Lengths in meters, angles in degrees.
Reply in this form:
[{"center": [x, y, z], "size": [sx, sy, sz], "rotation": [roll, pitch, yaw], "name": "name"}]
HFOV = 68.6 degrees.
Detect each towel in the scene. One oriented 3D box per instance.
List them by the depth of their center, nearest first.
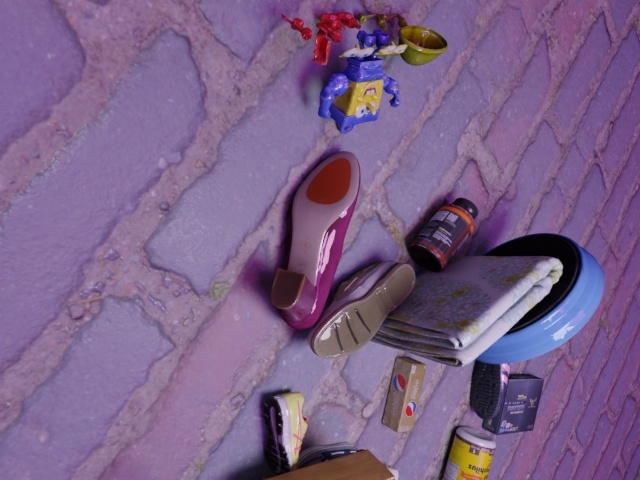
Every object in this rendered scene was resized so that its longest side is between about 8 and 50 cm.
[{"center": [0.318, 0.142, 1.089], "size": [0.374, 0.320, 0.090], "rotation": [-31, 106, -29], "name": "towel"}]

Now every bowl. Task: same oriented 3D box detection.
[{"center": [0.486, 0.129, 1.174], "size": [0.077, 0.391, 0.391], "rotation": [48, 69, -17], "name": "bowl"}]

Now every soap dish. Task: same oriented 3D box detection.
[{"center": [-0.002, 0.557, 0.968], "size": [0.291, 0.118, 0.229], "rotation": [-10, 130, -14], "name": "soap dish"}]

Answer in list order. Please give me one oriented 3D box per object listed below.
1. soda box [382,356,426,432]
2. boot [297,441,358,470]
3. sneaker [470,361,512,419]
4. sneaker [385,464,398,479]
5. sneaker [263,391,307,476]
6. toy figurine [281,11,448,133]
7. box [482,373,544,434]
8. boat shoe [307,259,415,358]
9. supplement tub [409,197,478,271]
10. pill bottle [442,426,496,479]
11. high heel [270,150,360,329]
[{"center": [0.217, 0.399, 1.219], "size": [0.058, 0.061, 0.181], "rotation": [13, 90, -37], "name": "soda box"}, {"center": [0.028, 0.520, 1.084], "size": [0.190, 0.086, 0.069], "rotation": [0, 98, -36], "name": "boot"}, {"center": [0.546, 0.387, 1.427], "size": [0.131, 0.112, 0.319], "rotation": [5, 96, -34], "name": "sneaker"}, {"center": [0.206, 0.729, 1.243], "size": [0.129, 0.111, 0.297], "rotation": [-38, 119, -32], "name": "sneaker"}, {"center": [-0.063, 0.421, 1.009], "size": [0.094, 0.081, 0.208], "rotation": [-13, 110, -45], "name": "sneaker"}, {"center": [0.081, -0.336, 0.982], "size": [0.363, 0.191, 0.217], "rotation": [-24, 141, -39], "name": "toy figurine"}, {"center": [0.643, 0.539, 1.556], "size": [0.233, 0.059, 0.183], "rotation": [13, 89, -37], "name": "box"}, {"center": [0.081, 0.150, 1.049], "size": [0.302, 0.103, 0.113], "rotation": [-33, 116, -28], "name": "boat shoe"}, {"center": [0.321, -0.020, 1.196], "size": [0.198, 0.106, 0.106], "rotation": [-46, 121, -20], "name": "supplement tub"}, {"center": [0.435, 0.677, 1.390], "size": [0.117, 0.117, 0.215], "rotation": [18, 87, -37], "name": "pill bottle"}, {"center": [0.000, 0.000, 0.995], "size": [0.377, 0.127, 0.181], "rotation": [-64, 159, -17], "name": "high heel"}]
